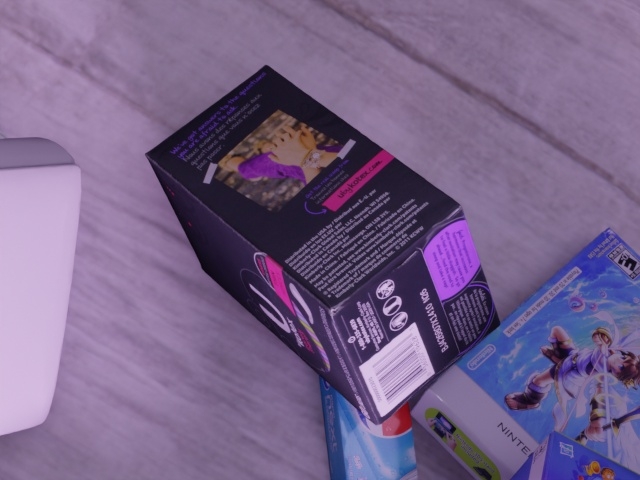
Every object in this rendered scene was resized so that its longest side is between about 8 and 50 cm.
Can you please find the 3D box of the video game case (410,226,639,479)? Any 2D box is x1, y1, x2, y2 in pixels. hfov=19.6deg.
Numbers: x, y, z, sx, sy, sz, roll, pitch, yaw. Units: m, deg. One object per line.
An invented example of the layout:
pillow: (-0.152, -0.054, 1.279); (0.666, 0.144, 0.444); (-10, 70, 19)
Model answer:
video game case: (0.258, 0.152, 1.650); (0.244, 0.061, 0.269); (45, 59, 11)

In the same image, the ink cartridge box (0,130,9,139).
ink cartridge box: (-0.367, -0.053, 1.607); (0.127, 0.072, 0.175); (43, 75, -2)

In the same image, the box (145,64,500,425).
box: (0.000, 0.000, 1.562); (0.143, 0.165, 0.270); (-38, 48, -15)

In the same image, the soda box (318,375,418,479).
soda box: (0.041, 0.152, 1.660); (0.067, 0.071, 0.210); (-5, 82, -12)

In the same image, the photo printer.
photo printer: (-0.331, 0.047, 1.463); (0.107, 0.307, 0.256); (17, 103, 31)

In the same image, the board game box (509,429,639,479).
board game box: (0.202, 0.334, 1.535); (0.233, 0.347, 0.078); (28, 39, -7)
